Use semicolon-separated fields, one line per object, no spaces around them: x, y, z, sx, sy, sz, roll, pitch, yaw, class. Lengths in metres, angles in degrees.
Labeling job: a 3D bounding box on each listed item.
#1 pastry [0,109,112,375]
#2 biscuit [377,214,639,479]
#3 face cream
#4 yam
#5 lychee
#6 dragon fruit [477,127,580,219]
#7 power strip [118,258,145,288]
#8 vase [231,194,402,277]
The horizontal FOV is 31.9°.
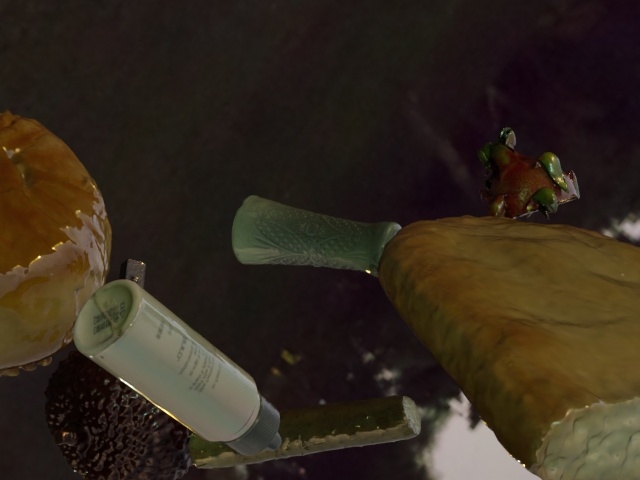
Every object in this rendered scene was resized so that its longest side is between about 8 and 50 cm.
-0.461;0.001;1.400;0.245;0.409;0.409;-58;175;39;pastry
0.271;0.073;1.024;0.446;0.429;0.104;-129;-133;-60;biscuit
-0.135;0.157;1.222;0.092;0.311;0.092;-22;-135;25;face cream
-0.029;0.292;1.701;0.371;0.083;0.083;-12;-165;21;yam
-0.315;0.283;1.846;0.304;0.276;0.276;-16;149;-49;lychee
0.250;-0.069;1.424;0.138;0.175;0.142;-8;147;-32;dragon fruit
-0.309;0.085;1.820;0.029;0.038;0.111;-31;-130;49;power strip
0.000;0.000;1.475;0.096;0.219;0.096;-30;124;-58;vase
